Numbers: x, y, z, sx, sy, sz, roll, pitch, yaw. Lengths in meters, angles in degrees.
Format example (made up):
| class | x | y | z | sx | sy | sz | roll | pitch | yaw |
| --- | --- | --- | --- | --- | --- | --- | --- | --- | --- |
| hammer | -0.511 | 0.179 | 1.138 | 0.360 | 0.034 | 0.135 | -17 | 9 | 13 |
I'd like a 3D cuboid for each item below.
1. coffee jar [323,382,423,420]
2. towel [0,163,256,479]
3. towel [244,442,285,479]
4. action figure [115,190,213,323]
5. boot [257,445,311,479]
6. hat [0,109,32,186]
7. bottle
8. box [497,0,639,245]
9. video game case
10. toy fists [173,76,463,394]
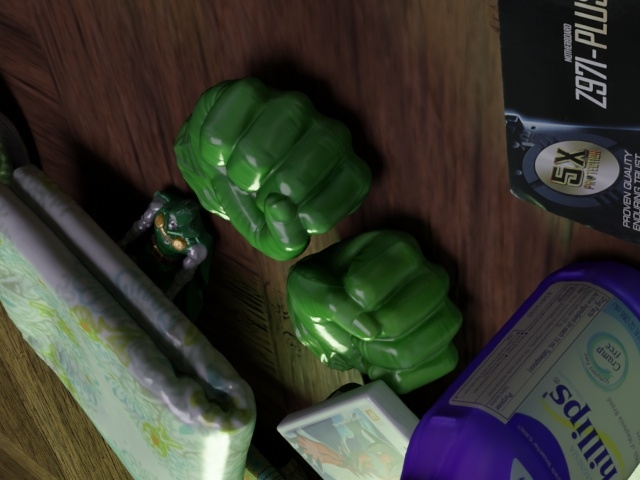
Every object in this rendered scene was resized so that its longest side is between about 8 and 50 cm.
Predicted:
| class | x | y | z | sx | sy | sz | roll | pitch | yaw |
| --- | --- | --- | --- | --- | --- | --- | --- | --- | --- |
| coffee jar | 0.083 | 0.200 | 0.991 | 0.184 | 0.079 | 0.096 | 19 | 142 | 41 |
| towel | -0.216 | 0.125 | 1.163 | 0.374 | 0.090 | 0.320 | 43 | 155 | 18 |
| towel | -0.132 | 0.271 | 1.357 | 0.370 | 0.040 | 0.271 | 44 | 154 | 27 |
| action figure | -0.156 | 0.016 | 1.103 | 0.137 | 0.063 | 0.232 | 46 | 149 | 7 |
| boot | -0.033 | 0.303 | 1.336 | 0.114 | 0.037 | 0.106 | 52 | 154 | -21 |
| hat | -0.469 | -0.045 | 1.204 | 0.331 | 0.134 | 0.331 | 2 | 152 | 1 |
| bottle | 0.112 | 0.134 | 0.651 | 0.092 | 0.283 | 0.118 | -5 | 123 | 55 |
| box | 0.143 | -0.109 | 0.398 | 0.077 | 0.180 | 0.147 | 25 | 146 | 32 |
| video game case | 0.063 | 0.201 | 0.906 | 0.183 | 0.023 | 0.201 | 47 | 153 | -3 |
| toy fists | 0.000 | 0.000 | 0.828 | 0.142 | 0.096 | 0.279 | -12 | 117 | 56 |
